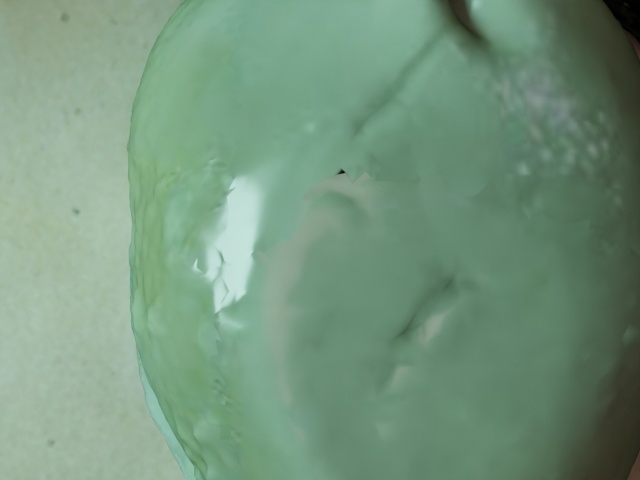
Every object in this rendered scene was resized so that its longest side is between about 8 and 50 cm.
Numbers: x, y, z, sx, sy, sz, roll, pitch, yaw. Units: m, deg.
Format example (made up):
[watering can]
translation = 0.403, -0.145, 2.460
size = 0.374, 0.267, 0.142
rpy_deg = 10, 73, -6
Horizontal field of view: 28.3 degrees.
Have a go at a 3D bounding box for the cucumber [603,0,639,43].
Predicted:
[cucumber]
translation = 0.140, -0.155, 0.589
size = 0.211, 0.062, 0.078
rpy_deg = 39, 98, -12

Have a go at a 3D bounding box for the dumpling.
[dumpling]
translation = 0.010, -0.005, 0.511
size = 0.270, 0.212, 0.321
rpy_deg = 18, 80, 18
